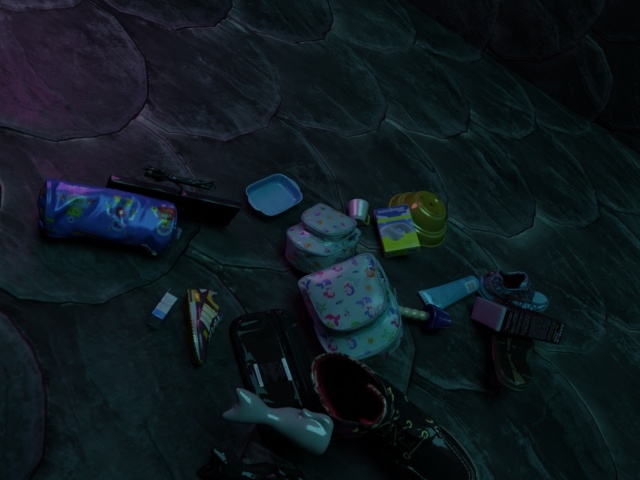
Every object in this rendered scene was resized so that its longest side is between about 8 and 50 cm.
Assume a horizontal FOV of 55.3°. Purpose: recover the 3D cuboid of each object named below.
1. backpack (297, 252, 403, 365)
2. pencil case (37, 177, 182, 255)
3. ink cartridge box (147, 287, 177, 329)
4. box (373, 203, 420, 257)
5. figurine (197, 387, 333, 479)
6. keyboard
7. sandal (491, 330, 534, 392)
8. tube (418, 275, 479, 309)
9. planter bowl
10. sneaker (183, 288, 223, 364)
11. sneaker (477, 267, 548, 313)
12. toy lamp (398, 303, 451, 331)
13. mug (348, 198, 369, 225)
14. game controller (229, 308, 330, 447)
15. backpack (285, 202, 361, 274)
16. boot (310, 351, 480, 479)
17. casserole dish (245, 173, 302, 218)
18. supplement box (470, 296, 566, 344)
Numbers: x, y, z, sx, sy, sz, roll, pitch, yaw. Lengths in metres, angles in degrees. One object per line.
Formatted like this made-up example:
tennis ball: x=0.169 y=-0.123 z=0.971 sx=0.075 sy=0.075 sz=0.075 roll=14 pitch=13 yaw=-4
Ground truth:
backpack: x=0.080 y=0.172 z=1.473 sx=0.225 sy=0.191 sz=0.254 roll=-21 pitch=69 yaw=0
pencil case: x=-0.475 y=-0.049 z=1.377 sx=0.306 sy=0.119 sz=0.133 roll=11 pitch=69 yaw=-25
ink cartridge box: x=-0.344 y=0.149 z=1.343 sx=0.028 sy=0.048 sz=0.083 roll=32 pitch=44 yaw=-5
box: x=0.226 y=-0.037 z=1.834 sx=0.108 sy=0.042 sz=0.178 roll=-10 pitch=56 yaw=-3
figurine: x=-0.107 y=0.400 z=1.186 sx=0.209 sy=0.215 sz=0.092 roll=21 pitch=10 yaw=-10
keyboard: x=-0.340 y=-0.109 z=1.452 sx=0.317 sy=0.201 sz=0.033 roll=11 pitch=62 yaw=-25
sandal: x=0.524 y=0.336 z=1.703 sx=0.120 sy=0.086 sz=0.303 roll=19 pitch=26 yaw=13
tube: x=0.383 y=0.156 z=1.801 sx=0.207 sy=0.052 sz=0.080 roll=-16 pitch=59 yaw=-34
planter bowl: x=0.331 y=-0.091 z=1.940 sx=0.217 sy=0.090 sz=0.217 roll=17 pitch=48 yaw=-19
sneaker: x=-0.253 y=0.187 z=1.355 sx=0.083 sy=0.070 sz=0.186 roll=2 pitch=54 yaw=-24
sneaker: x=0.614 y=0.159 z=1.884 sx=0.261 sy=0.125 sz=0.104 roll=17 pitch=48 yaw=-19
toy lamp: x=0.228 y=0.194 z=1.647 sx=0.274 sy=0.080 sz=0.080 roll=13 pitch=49 yaw=-22
mug: x=0.119 y=-0.079 z=1.820 sx=0.078 sy=0.062 sz=0.064 roll=15 pitch=56 yaw=-13
game controller: x=-0.094 y=0.300 z=1.379 sx=0.166 sy=0.067 sz=0.319 roll=-10 pitch=59 yaw=-21
backpack: x=0.000 y=0.000 z=1.609 sx=0.165 sy=0.144 sz=0.188 roll=30 pitch=46 yaw=23
boot: x=0.147 y=0.378 z=1.254 sx=0.377 sy=0.138 sz=0.284 roll=43 pitch=-2 yaw=32
casserole dish: x=-0.134 y=-0.120 z=1.710 sx=0.114 sy=0.037 sz=0.188 roll=47 pitch=44 yaw=11
supplement box: x=0.580 y=0.235 z=1.792 sx=0.239 sy=0.073 sz=0.130 roll=14 pitch=5 yaw=-22
